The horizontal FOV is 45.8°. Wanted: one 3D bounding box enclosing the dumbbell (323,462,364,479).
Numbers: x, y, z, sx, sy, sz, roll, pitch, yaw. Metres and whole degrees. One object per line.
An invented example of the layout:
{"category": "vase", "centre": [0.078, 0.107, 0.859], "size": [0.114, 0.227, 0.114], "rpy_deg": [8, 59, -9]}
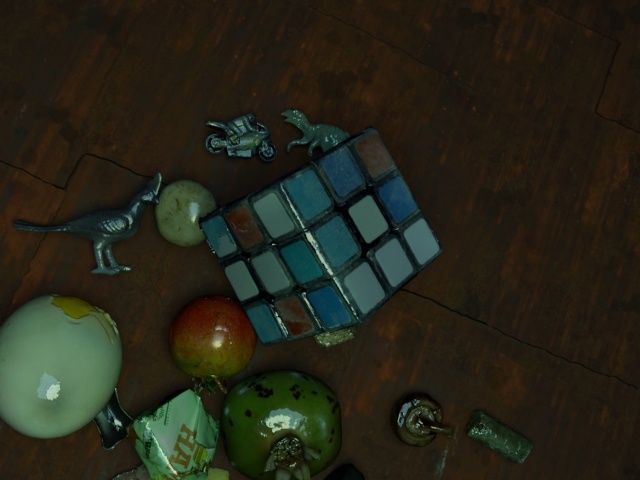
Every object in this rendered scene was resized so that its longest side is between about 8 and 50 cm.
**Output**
{"category": "dumbbell", "centre": [0.092, 0.654, 1.787], "size": [0.218, 0.152, 0.152], "rpy_deg": [45, 74, -1]}

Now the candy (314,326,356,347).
{"category": "candy", "centre": [0.031, 0.215, 1.895], "size": [0.110, 0.085, 0.095], "rpy_deg": [-22, 95, -5]}

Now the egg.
{"category": "egg", "centre": [-0.575, 0.276, 1.633], "size": [0.283, 0.345, 0.283], "rpy_deg": [-2, 116, -5]}

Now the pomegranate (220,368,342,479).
{"category": "pomegranate", "centre": [-0.093, 0.419, 1.708], "size": [0.291, 0.323, 0.290], "rpy_deg": [-1, 79, 5]}

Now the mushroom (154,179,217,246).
{"category": "mushroom", "centre": [-0.324, -0.067, 1.847], "size": [0.127, 0.166, 0.166], "rpy_deg": [-15, 80, -55]}

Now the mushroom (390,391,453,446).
{"category": "mushroom", "centre": [0.256, 0.453, 1.897], "size": [0.171, 0.080, 0.135], "rpy_deg": [25, 88, -7]}

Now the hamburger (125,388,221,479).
{"category": "hamburger", "centre": [-0.322, 0.457, 1.747], "size": [0.214, 0.125, 0.235], "rpy_deg": [64, 30, -5]}

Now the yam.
{"category": "yam", "centre": [0.457, 0.505, 1.931], "size": [0.179, 0.078, 0.078], "rpy_deg": [32, 75, -5]}

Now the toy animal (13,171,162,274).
{"category": "toy animal", "centre": [-0.525, -0.011, 1.820], "size": [0.367, 0.081, 0.205], "rpy_deg": [-19, 94, -1]}

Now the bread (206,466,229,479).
{"category": "bread", "centre": [-0.298, 0.643, 1.703], "size": [0.168, 0.163, 0.264], "rpy_deg": [11, 77, -9]}

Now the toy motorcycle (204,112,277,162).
{"category": "toy motorcycle", "centre": [-0.202, -0.271, 1.949], "size": [0.193, 0.061, 0.124], "rpy_deg": [7, 84, -16]}

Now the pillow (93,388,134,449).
{"category": "pillow", "centre": [-0.492, 0.411, 1.764], "size": [0.091, 0.055, 0.135], "rpy_deg": [-36, 84, 16]}

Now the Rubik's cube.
{"category": "Rubik's cube", "centre": [0.000, 0.000, 1.719], "size": [0.362, 0.359, 0.363], "rpy_deg": [-30, 93, -43]}

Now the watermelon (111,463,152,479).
{"category": "watermelon", "centre": [-0.434, 0.583, 1.741], "size": [0.139, 0.071, 0.187], "rpy_deg": [10, 59, 11]}

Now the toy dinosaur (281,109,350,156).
{"category": "toy dinosaur", "centre": [0.052, -0.194, 1.979], "size": [0.393, 0.092, 0.205], "rpy_deg": [22, 71, -4]}

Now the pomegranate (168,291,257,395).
{"category": "pomegranate", "centre": [-0.251, 0.241, 1.766], "size": [0.210, 0.210, 0.235], "rpy_deg": [1, 75, -11]}
